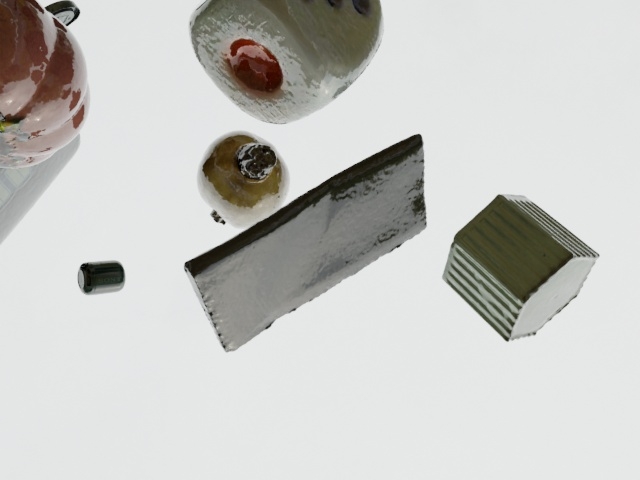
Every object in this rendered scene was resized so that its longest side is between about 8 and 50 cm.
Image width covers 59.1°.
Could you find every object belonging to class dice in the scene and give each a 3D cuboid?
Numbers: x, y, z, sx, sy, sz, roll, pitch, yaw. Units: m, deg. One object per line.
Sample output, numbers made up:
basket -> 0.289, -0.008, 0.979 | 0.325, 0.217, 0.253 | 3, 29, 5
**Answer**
dice -> -0.045, -0.285, 0.752 | 0.193, 0.194, 0.192 | 47, -126, -25

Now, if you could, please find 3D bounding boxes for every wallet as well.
wallet -> 0.000, 0.000, 0.516 | 0.244, 0.124, 0.025 | -31, -131, -18

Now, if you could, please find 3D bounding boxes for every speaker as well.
speaker -> -0.401, 0.059, 1.021 | 0.094, 0.075, 0.060 | 35, -62, 41

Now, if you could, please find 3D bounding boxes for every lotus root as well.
lotus root -> -0.142, -0.122, 1.070 | 0.182, 0.310, 0.183 | 2, -100, -14

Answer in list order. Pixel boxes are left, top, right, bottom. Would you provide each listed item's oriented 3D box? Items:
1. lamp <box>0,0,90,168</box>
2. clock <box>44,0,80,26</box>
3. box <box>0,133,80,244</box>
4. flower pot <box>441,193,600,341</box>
lamp -> -0.459, -0.231, 0.739 | 0.305, 0.305, 0.240 | -5, -113, 3
clock -> -0.475, -0.403, 1.017 | 0.085, 0.085, 0.017 | -31, -81, -4
box -> -0.613, -0.149, 1.073 | 0.090, 0.359, 0.350 | 31, -107, -2
flower pot -> 0.373, 0.051, 1.074 | 0.209, 0.239, 0.190 | -24, -128, -24
